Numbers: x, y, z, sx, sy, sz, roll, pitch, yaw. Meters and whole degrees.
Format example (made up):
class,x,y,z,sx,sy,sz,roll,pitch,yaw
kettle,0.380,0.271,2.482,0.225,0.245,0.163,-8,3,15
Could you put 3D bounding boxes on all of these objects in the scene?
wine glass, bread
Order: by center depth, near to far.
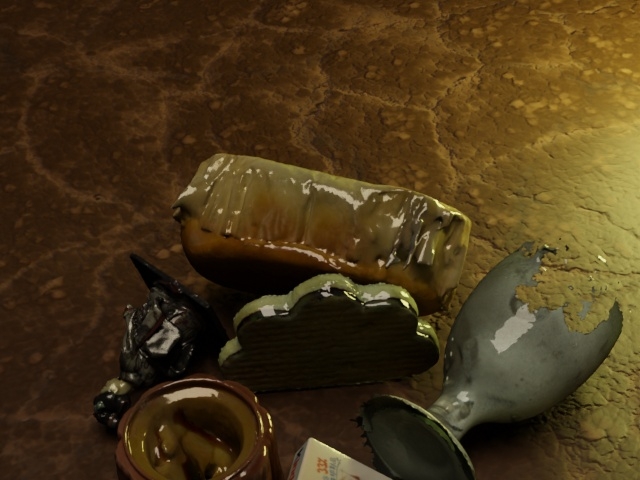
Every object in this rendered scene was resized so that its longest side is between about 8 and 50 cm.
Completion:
class,x,y,z,sx,sy,sz,roll,pitch,yaw
wine glass,0.217,0.157,1.786,0.190,0.190,0.357,30,57,31
bread,0.012,0.113,1.831,0.287,0.207,0.056,-4,49,-5
bread,0.005,0.001,1.925,0.389,0.236,0.183,13,89,18

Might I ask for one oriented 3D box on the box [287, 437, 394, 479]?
class,x,y,z,sx,sy,sz,roll,pitch,yaw
box,0.063,0.380,1.561,0.265,0.048,0.273,30,44,-10

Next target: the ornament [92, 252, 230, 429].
class,x,y,z,sx,sy,sz,roll,pitch,yaw
ornament,-0.235,0.151,1.870,0.153,0.166,0.196,29,67,32

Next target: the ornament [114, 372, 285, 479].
class,x,y,z,sx,sy,sz,roll,pitch,yaw
ornament,-0.134,0.280,1.644,0.235,0.217,0.221,-17,45,-15
